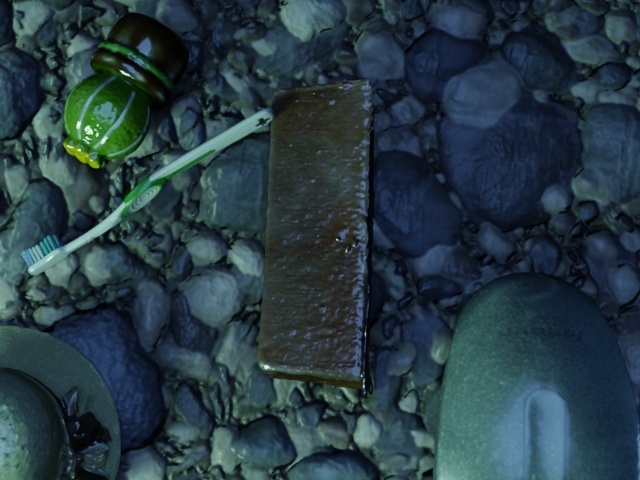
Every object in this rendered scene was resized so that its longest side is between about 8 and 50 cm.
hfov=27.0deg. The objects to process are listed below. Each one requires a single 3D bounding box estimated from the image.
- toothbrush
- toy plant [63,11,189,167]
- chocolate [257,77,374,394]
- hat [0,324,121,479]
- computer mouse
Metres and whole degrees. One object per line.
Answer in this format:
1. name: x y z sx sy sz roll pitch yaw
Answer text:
1. toothbrush: -0.174 -0.050 1.359 0.304 0.030 0.030 -31 79 7
2. toy plant: -0.208 -0.152 1.387 0.092 0.093 0.162 28 79 4
3. chocolate: 0.000 0.000 1.352 0.111 0.112 0.321 0 76 6
4. hat: -0.321 0.197 1.272 0.257 0.130 0.257 1 76 -3
5. computer mouse: 0.207 0.209 1.301 0.203 0.114 0.374 0 77 -4
